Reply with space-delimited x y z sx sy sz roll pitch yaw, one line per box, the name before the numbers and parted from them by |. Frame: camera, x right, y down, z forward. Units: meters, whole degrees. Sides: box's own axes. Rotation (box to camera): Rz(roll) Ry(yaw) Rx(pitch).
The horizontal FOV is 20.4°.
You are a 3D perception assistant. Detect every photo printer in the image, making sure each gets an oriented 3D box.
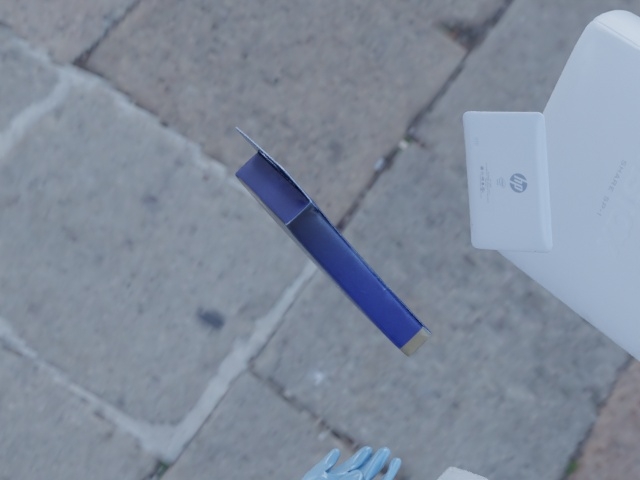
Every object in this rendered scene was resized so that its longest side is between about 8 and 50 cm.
photo printer | 0.311 -0.021 1.527 0.107 0.256 0.307 2 29 -44

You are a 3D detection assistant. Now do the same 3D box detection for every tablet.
tablet | 0.110 -0.035 1.043 0.006 0.054 0.083 -23 111 -52

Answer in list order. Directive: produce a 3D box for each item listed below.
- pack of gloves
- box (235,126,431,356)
pack of gloves | 0.029 0.261 1.521 0.195 0.046 0.232 14 33 40
box | 0.000 0.000 1.587 0.036 0.136 0.225 -42 120 -2
